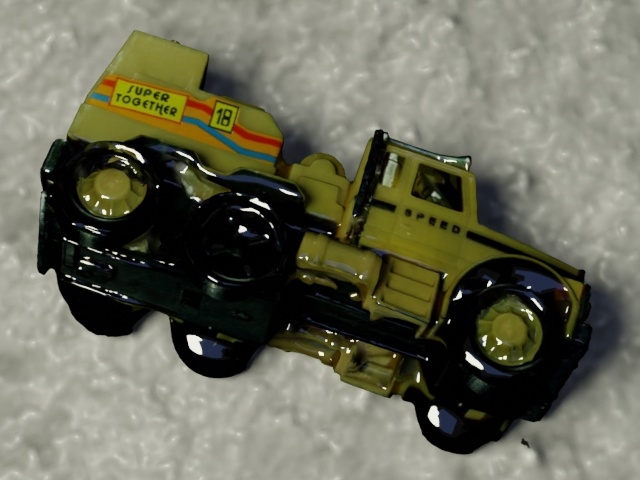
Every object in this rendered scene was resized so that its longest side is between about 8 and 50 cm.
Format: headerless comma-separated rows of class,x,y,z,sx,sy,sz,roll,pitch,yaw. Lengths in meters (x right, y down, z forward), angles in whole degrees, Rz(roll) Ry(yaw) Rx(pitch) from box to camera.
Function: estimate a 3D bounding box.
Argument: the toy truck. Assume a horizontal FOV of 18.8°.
toy truck,0.000,0.004,0.904,0.257,0.127,0.127,22,64,3
